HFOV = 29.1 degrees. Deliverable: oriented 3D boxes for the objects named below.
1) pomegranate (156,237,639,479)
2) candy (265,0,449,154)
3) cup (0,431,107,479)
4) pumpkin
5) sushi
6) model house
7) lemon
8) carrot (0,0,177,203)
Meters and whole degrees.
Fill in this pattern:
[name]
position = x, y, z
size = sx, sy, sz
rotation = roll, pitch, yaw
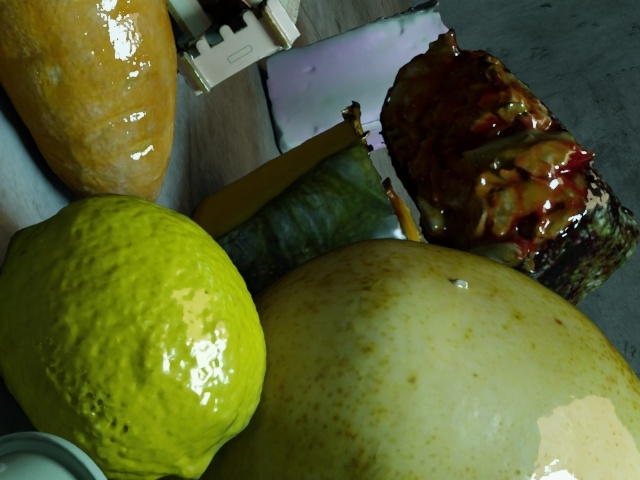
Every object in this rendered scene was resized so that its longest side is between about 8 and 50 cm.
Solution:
[pomegranate]
position = 0.067, 0.201, 0.969
size = 0.416, 0.417, 0.416
rotation = -18, 90, -75
[candy]
position = 0.065, -0.206, 1.683
size = 0.116, 0.265, 0.155
rotation = 38, 37, -72
[cup]
position = -0.182, 0.173, 0.657
size = 0.141, 0.120, 0.120
rotation = -13, 85, -62
[pumpkin]
position = 0.010, 0.029, 1.280
size = 0.303, 0.225, 0.256
rotation = 51, 17, -46
[sushi]
position = 0.166, -0.053, 1.219
size = 0.182, 0.196, 0.343
rotation = 37, 16, -36
[model house]
position = -0.138, -0.318, 1.310
size = 0.244, 0.169, 0.326
rotation = 58, 17, -23
[lemon]
position = -0.129, 0.064, 0.820
size = 0.180, 0.180, 0.193
rotation = 52, 13, -53
[carrot]
position = -0.185, -0.122, 0.961
size = 0.159, 0.159, 0.225
rotation = -75, 158, -64
